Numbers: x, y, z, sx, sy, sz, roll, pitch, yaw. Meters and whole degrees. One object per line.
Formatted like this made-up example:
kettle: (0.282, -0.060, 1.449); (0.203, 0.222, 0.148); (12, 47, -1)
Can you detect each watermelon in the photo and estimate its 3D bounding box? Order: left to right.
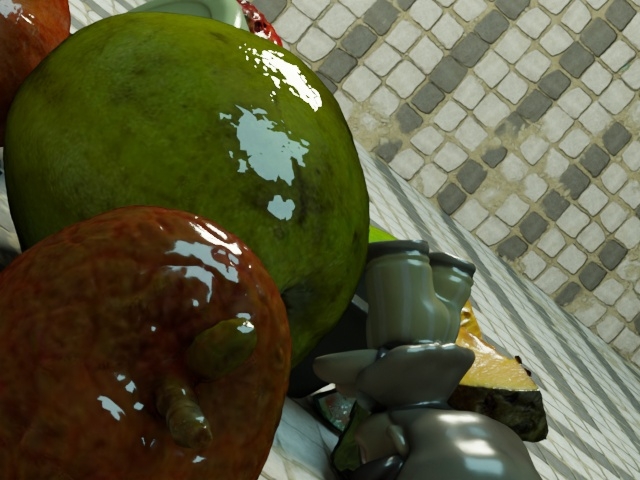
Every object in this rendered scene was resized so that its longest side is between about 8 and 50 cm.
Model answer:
watermelon: (0.029, 0.188, 1.782); (0.085, 0.061, 0.085); (39, 19, -16)

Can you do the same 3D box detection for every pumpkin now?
pumpkin: (0.217, 0.215, 2.289); (0.312, 0.148, 0.169); (-117, -162, -52)

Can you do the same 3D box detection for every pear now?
pear: (-0.119, -0.036, 1.384); (0.352, 0.352, 0.413); (32, 12, -44)

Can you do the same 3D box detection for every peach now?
peach: (-0.355, -0.192, 1.526); (0.232, 0.232, 0.257); (49, -1, 33)

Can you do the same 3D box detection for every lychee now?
lychee: (-0.137, 0.096, 1.067); (0.255, 0.255, 0.300); (40, -20, -9)

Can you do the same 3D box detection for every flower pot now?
flower pot: (-0.026, 0.074, 1.774); (0.269, 0.166, 0.269); (43, 12, -11)

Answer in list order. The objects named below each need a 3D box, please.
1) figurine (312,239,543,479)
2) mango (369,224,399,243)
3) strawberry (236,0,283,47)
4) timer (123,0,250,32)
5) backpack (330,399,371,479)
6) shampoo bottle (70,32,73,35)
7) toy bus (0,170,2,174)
figurine: (0.107, 0.191, 1.417); (0.248, 0.203, 0.381); (37, 45, -68)
mango: (0.053, 0.056, 2.152); (0.343, 0.156, 0.192); (26, 11, -42)
strawberry: (-0.169, -0.226, 2.307); (0.288, 0.250, 0.238); (84, -2, -48)
timer: (-0.159, -0.100, 1.842); (0.315, 0.290, 0.291); (59, 0, -33)
backpack: (0.127, 0.268, 1.637); (0.253, 0.140, 0.207); (36, 10, 4)
shampoo bottle: (-0.397, -0.238, 1.692); (0.309, 0.071, 0.098); (27, 50, 3)
toy bus: (-0.346, -0.049, 1.301); (0.079, 0.094, 0.236); (35, 9, -1)
